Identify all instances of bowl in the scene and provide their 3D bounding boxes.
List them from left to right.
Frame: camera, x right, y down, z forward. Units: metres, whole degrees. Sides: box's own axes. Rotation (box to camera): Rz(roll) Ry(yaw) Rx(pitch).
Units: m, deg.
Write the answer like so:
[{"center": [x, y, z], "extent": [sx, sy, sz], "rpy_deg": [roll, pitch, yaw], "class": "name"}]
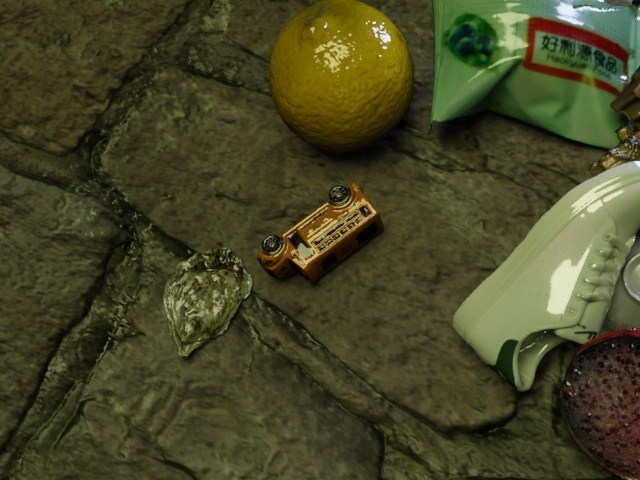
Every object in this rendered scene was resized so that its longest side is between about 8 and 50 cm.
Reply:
[{"center": [0.470, 0.066, 1.531], "extent": [0.189, 0.086, 0.189], "rpy_deg": [-5, 67, 13], "class": "bowl"}]

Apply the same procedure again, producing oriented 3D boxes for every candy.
[{"center": [0.363, -0.272, 1.681], "extent": [0.398, 0.172, 0.263], "rpy_deg": [9, 81, -3], "class": "candy"}]

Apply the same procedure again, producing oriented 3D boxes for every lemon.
[{"center": [0.033, -0.260, 1.687], "extent": [0.228, 0.253, 0.228], "rpy_deg": [-1, 60, 2], "class": "lemon"}]

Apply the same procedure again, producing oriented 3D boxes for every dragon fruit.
[{"center": [0.446, 0.202, 1.457], "extent": [0.224, 0.148, 0.218], "rpy_deg": [40, 122, 10], "class": "dragon fruit"}]

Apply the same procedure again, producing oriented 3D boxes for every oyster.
[{"center": [-0.186, 0.092, 1.707], "extent": [0.177, 0.064, 0.125], "rpy_deg": [-42, 79, -16], "class": "oyster"}]

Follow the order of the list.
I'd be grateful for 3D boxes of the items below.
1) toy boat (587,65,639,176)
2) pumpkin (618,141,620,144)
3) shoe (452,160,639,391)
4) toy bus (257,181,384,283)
[{"center": [0.498, -0.199, 1.582], "extent": [0.121, 0.089, 0.321], "rpy_deg": [47, 68, -3], "class": "toy boat"}, {"center": [0.457, -0.094, 1.627], "extent": [0.073, 0.035, 0.101], "rpy_deg": [37, 102, 12], "class": "pumpkin"}, {"center": [0.354, 0.058, 1.493], "extent": [0.363, 0.132, 0.160], "rpy_deg": [-46, 56, 17], "class": "shoe"}, {"center": [0.000, 0.000, 1.680], "extent": [0.194, 0.083, 0.088], "rpy_deg": [-37, 65, -3], "class": "toy bus"}]
